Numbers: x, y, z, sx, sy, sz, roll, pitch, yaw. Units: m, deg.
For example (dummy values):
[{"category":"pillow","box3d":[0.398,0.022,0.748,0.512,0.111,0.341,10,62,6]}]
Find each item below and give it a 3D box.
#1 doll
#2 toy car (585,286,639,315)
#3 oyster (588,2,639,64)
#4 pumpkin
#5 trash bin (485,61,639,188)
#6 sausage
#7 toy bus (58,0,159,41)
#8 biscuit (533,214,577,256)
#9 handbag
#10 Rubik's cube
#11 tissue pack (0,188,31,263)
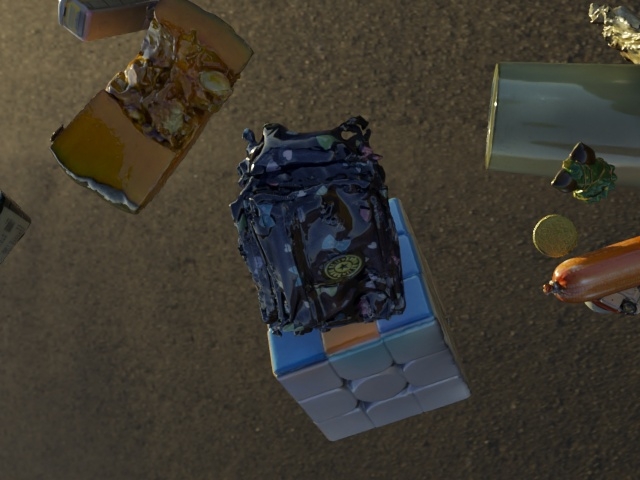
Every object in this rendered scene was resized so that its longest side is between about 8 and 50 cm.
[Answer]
[{"category":"doll","box3d":[0.407,-0.097,1.236,0.077,0.113,0.078,37,104,25]},{"category":"toy car","box3d":[0.633,0.116,1.785,0.139,0.112,0.112,34,152,7]},{"category":"oyster","box3d":[0.677,-0.420,1.638,0.351,0.238,0.114,-114,19,-52]},{"category":"pumpkin","box3d":[-0.214,-0.149,0.981,0.139,0.190,0.280,39,152,-6]},{"category":"trash bin","box3d":[0.596,-0.260,1.800,0.433,0.280,0.280,5,101,7]},{"category":"sausage","box3d":[0.568,0.050,1.539,0.093,0.312,0.092,163,90,-85]},{"category":"toy bus","box3d":[-0.267,-0.313,1.091,0.072,0.172,0.057,41,131,18]},{"category":"biscuit","box3d":[0.456,-0.009,1.575,0.084,0.023,0.083,0,90,12]},{"category":"handbag","box3d":[0.000,0.000,0.832,0.113,0.162,0.260,-95,-5,-47]},{"category":"Rubik's cube","box3d":[0.078,0.150,1.486,0.291,0.291,0.291,-21,48,8]},{"category":"tissue pack","box3d":[-0.374,-0.021,0.857,0.090,0.103,0.170,36,168,-3]}]
